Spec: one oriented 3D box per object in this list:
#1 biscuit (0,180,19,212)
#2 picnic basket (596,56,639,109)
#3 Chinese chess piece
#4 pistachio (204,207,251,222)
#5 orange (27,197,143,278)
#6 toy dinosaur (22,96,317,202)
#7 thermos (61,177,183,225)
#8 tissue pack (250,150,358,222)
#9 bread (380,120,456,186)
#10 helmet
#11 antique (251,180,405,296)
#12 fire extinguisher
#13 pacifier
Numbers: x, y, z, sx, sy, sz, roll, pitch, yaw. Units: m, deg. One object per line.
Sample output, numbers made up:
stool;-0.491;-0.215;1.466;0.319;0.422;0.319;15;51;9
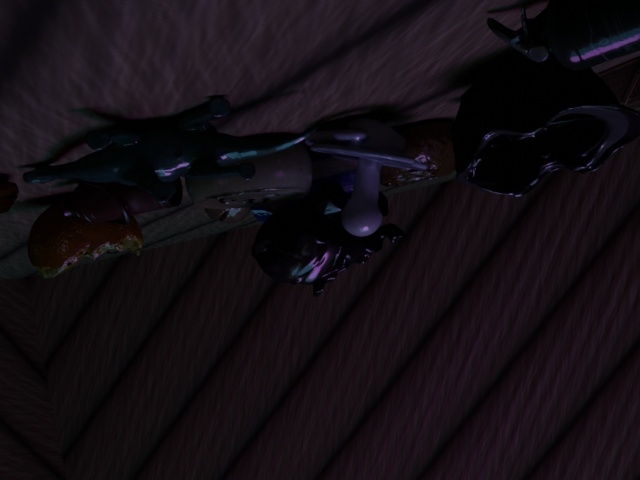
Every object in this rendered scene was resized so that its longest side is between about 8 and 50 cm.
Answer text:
biscuit;-0.677;-0.053;1.089;0.359;0.046;0.359;-11;178;0
picnic basket;0.604;-0.299;1.323;0.115;0.079;0.164;-11;178;-28
Chinese chess piece;-0.140;-0.126;1.316;0.251;0.101;0.250;-7;177;0
pistachio;-0.223;-0.103;1.609;0.125;0.124;0.185;-11;-168;-18
orange;-0.514;-0.018;1.451;0.237;0.158;0.179;-15;-174;-25
toy dinosaur;-0.246;-0.133;1.037;0.384;0.129;0.331;-12;-171;-27
thermos;-0.385;-0.089;1.272;0.232;0.098;0.124;-11;-144;16
tissue pack;-0.027;-0.129;1.558;0.270;0.137;0.209;-11;176;5
bread;0.216;-0.191;1.525;0.230;0.122;0.230;-14;177;-1
helmet;0.348;-0.202;1.079;0.305;0.177;0.225;-24;151;33
antique;0.000;0.000;1.457;0.322;0.185;0.255;5;149;-42
fire extinguisher;0.345;-0.261;0.726;0.311;0.095;0.114;-15;132;39
pacifier;0.078;-0.121;1.305;0.239;0.225;0.287;7;-178;16
